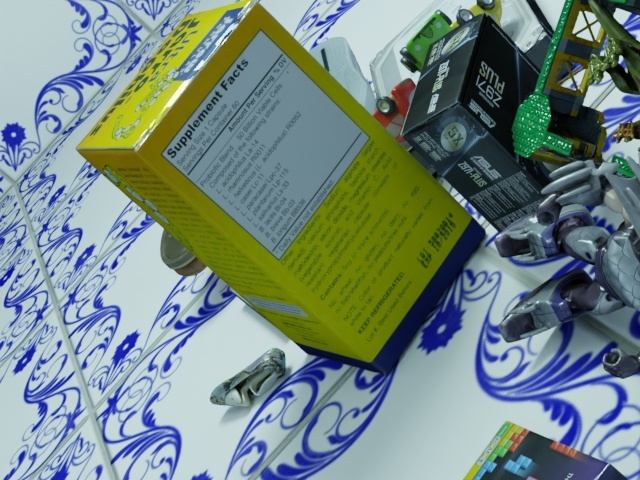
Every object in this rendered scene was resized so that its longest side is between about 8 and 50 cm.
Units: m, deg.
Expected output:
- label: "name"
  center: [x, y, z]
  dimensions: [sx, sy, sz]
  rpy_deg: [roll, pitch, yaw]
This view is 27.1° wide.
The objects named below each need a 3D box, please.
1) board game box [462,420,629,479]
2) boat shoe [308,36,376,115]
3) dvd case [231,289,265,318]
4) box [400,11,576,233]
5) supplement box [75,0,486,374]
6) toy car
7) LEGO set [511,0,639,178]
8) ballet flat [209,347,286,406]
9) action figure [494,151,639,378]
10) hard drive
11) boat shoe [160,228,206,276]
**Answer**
- label: "board game box"
  center: [0.141, 0.229, 0.999]
  dimensions: [0.170, 0.048, 0.141]
  rpy_deg: [-52, 22, -12]
- label: "boat shoe"
  center: [0.036, -0.167, 1.727]
  dimensions: [0.109, 0.094, 0.302]
  rpy_deg: [-30, 29, 18]
- label: "dvd case"
  center: [0.000, 0.000, 1.653]
  dimensions: [0.239, 0.029, 0.179]
  rpy_deg: [-50, 23, -5]
- label: "box"
  center: [0.178, -0.108, 1.313]
  dimensions: [0.077, 0.180, 0.147]
  rpy_deg: [-28, 29, 39]
- label: "supplement box"
  center: [-0.040, -0.051, 1.379]
  dimensions: [0.194, 0.356, 0.195]
  rpy_deg: [-53, 23, -15]
- label: "toy car"
  center: [0.126, -0.192, 1.457]
  dimensions: [0.239, 0.053, 0.225]
  rpy_deg: [-48, -6, 1]
- label: "LEGO set"
  center: [0.335, -0.126, 1.143]
  dimensions: [0.331, 0.192, 0.255]
  rpy_deg: [19, 96, 66]
- label: "ballet flat"
  center: [-0.083, 0.166, 1.518]
  dimensions: [0.114, 0.041, 0.041]
  rpy_deg: [-38, 24, 24]
- label: "action figure"
  center: [0.225, 0.026, 1.050]
  dimensions: [0.099, 0.185, 0.285]
  rpy_deg: [-18, 1, -14]
- label: "hard drive"
  center: [0.174, -0.223, 1.665]
  dimensions: [0.237, 0.064, 0.339]
  rpy_deg: [-40, 24, 18]
- label: "boat shoe"
  center: [-0.134, -0.043, 1.874]
  dimensions: [0.110, 0.104, 0.307]
  rpy_deg: [-22, 30, 30]
